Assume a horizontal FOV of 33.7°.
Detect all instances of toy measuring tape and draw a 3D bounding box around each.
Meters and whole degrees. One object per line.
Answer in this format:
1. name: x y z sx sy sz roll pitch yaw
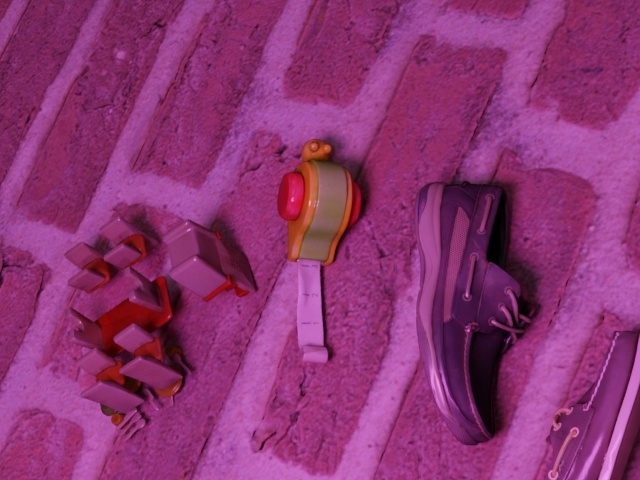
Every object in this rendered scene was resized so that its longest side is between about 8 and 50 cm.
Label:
1. toy measuring tape: 0.000 0.000 1.468 0.121 0.121 0.330 -11 65 22

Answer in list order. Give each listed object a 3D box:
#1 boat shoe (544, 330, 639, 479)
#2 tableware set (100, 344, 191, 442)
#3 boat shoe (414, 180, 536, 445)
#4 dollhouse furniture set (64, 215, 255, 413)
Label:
1. boat shoe: 0.306 0.251 1.226 0.097 0.116 0.324 14 82 26
2. tableware set: -0.259 0.218 1.564 0.154 0.024 0.104 -47 55 3
3. boat shoe: 0.198 0.077 1.337 0.130 0.132 0.355 -12 66 21
4. dollhouse furniture set: -0.240 0.091 1.551 0.259 0.135 0.262 -33 50 19
